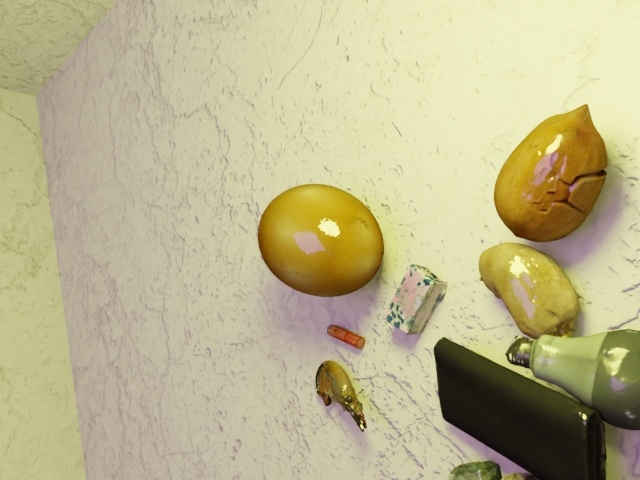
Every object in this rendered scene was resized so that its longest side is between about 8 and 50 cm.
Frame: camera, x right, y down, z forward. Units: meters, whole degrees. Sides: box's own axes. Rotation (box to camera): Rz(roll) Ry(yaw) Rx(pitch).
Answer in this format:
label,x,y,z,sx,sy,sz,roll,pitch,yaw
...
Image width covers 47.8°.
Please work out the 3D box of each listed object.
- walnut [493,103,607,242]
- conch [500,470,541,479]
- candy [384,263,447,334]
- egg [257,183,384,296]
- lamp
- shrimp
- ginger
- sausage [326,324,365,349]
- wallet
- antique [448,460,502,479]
label,x,y,z,sx,sy,sz,roll,pitch,yaw
walnut,0.468,-0.132,1.446,0.203,0.203,0.298,42,126,38
conch,0.446,0.549,1.447,0.245,0.163,0.178,-12,62,16
candy,0.228,0.145,1.743,0.092,0.073,0.160,39,112,37
egg,0.000,0.000,1.830,0.351,0.283,0.282,21,101,43
lamp,0.521,0.226,1.365,0.314,0.182,0.182,31,107,32
shrimp,0.063,0.419,1.885,0.262,0.066,0.117,57,139,48
ginger,0.438,0.101,1.506,0.267,0.138,0.152,56,167,38
sausage,0.062,0.252,1.920,0.129,0.034,0.034,20,100,43
wallet,0.394,0.361,1.482,0.406,0.062,0.228,24,133,53
antique,0.352,0.576,1.572,0.086,0.088,0.183,-25,69,38
